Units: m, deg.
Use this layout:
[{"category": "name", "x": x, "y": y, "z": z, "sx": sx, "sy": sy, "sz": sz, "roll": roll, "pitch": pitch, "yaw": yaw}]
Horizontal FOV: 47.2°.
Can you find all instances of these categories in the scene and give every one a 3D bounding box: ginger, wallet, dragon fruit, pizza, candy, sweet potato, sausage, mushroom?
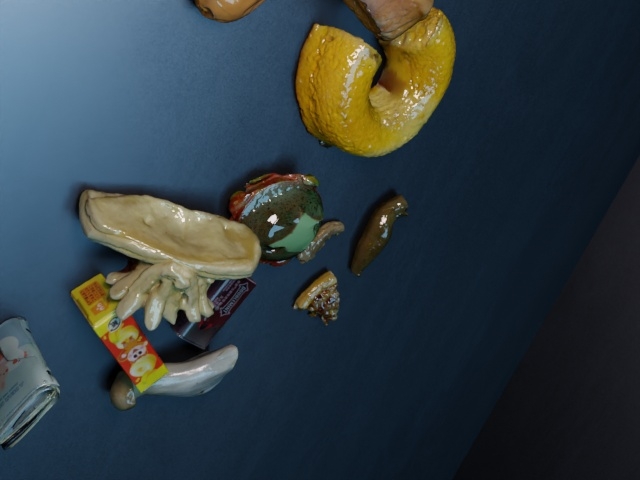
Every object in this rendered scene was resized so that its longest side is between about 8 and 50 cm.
[{"category": "ginger", "x": 0.000, "y": -0.003, "z": 2.043, "sx": 0.173, "sy": 0.051, "sz": 0.070, "roll": -35, "pitch": 141, "yaw": -15}, {"category": "wallet", "x": -0.642, "y": 0.292, "z": 1.518, "sx": 0.176, "sy": 0.250, "sz": 0.075, "roll": -47, "pitch": 136, "yaw": -3}, {"category": "dragon fruit", "x": -0.104, "y": -0.054, "z": 1.857, "sx": 0.295, "sy": 0.130, "sz": 0.269, "roll": 2, "pitch": 112, "yaw": -43}, {"category": "pizza", "x": 0.013, "y": 0.192, "z": 2.183, "sx": 0.154, "sy": 0.069, "sz": 0.194, "roll": -44, "pitch": 138, "yaw": -9}, {"category": "candy", "x": -0.465, "y": 0.220, "z": 1.712, "sx": 0.088, "sy": 0.146, "sz": 0.276, "roll": -36, "pitch": 136, "yaw": -18}, {"category": "sweet potato", "x": 0.172, "y": -0.009, "z": 2.168, "sx": 0.112, "sy": 0.085, "sz": 0.286, "roll": 8, "pitch": 114, "yaw": -50}, {"category": "sausage", "x": -0.146, "y": -0.526, "z": 1.461, "sx": 0.241, "sy": 0.136, "sz": 0.120, "roll": -42, "pitch": 133, "yaw": -16}, {"category": "mushroom", "x": -0.383, "y": 0.348, "z": 1.899, "sx": 0.328, "sy": 0.122, "sz": 0.159, "roll": -8, "pitch": 132, "yaw": -36}]

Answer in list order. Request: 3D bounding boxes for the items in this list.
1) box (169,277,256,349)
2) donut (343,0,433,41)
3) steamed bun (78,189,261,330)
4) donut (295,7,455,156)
[{"category": "box", "x": -0.277, "y": 0.166, "z": 1.903, "sx": 0.224, "sy": 0.069, "sz": 0.120, "roll": -51, "pitch": 140, "yaw": -3}, {"category": "donut", "x": 0.101, "y": -0.575, "z": 1.531, "sx": 0.150, "sy": 0.317, "sz": 0.299, "roll": -37, "pitch": -178, "yaw": 5}, {"category": "steamed bun", "x": -0.333, "y": 0.057, "z": 1.624, "sx": 0.427, "sy": 0.247, "sz": 0.189, "roll": 11, "pitch": 131, "yaw": -34}, {"category": "donut", "x": 0.158, "y": -0.382, "z": 1.818, "sx": 0.435, "sy": 0.163, "sz": 0.378, "roll": -28, "pitch": 135, "yaw": -24}]
